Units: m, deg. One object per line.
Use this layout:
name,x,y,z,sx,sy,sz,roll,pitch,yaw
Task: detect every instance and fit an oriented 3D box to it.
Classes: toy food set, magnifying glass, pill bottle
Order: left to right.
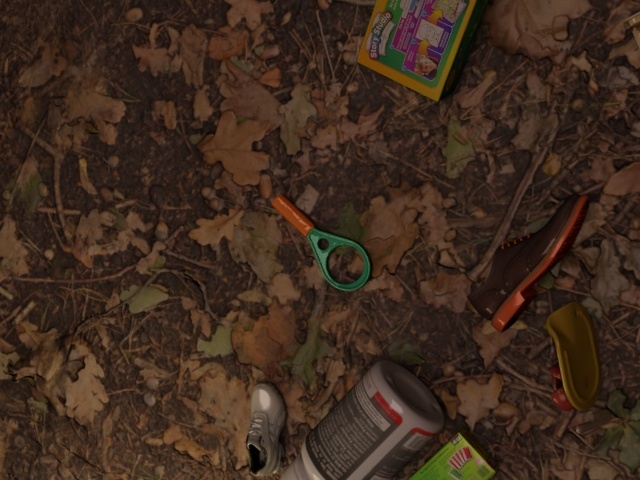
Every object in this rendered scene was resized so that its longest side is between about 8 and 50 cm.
magnifying glass,0.000,0.000,1.822,0.231,0.026,0.092,44,107,14
pill bottle,0.069,0.360,1.746,0.161,0.161,0.283,45,107,12
toy food set,0.403,0.210,1.640,0.071,0.128,0.218,-8,96,41

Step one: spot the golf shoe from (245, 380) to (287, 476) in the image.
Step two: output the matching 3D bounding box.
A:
golf shoe,-0.107,0.353,1.852,0.069,0.086,0.176,-5,90,23

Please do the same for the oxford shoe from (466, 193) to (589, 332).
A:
oxford shoe,0.345,0.022,1.659,0.098,0.097,0.271,40,106,20

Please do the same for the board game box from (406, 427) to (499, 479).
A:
board game box,0.218,0.427,1.757,0.092,0.043,0.181,47,107,12

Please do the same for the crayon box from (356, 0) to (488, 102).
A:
crayon box,0.184,-0.392,1.653,0.165,0.081,0.278,30,123,16

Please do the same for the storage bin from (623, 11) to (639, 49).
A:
storage bin,0.618,-0.261,1.481,0.260,0.123,0.262,-25,84,45
